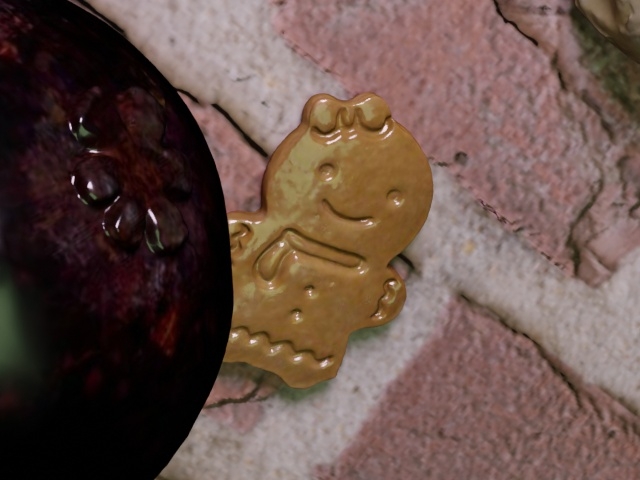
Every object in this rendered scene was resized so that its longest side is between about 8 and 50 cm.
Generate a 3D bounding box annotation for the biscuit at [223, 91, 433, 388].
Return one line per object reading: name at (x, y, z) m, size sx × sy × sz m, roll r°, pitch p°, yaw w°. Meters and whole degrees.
biscuit at (0.003, 0.005, 1.084) m, size 0.133 × 0.027 × 0.184 m, roll 35°, pitch 100°, yaw -27°

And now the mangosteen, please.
mangosteen at (-0.190, 0.019, 0.893) m, size 0.297 × 0.297 × 0.313 m, roll 9°, pitch 155°, yaw -23°

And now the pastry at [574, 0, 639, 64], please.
pastry at (0.225, -0.164, 1.044) m, size 0.166 × 0.088 × 0.166 m, roll -8°, pitch 117°, yaw -16°
